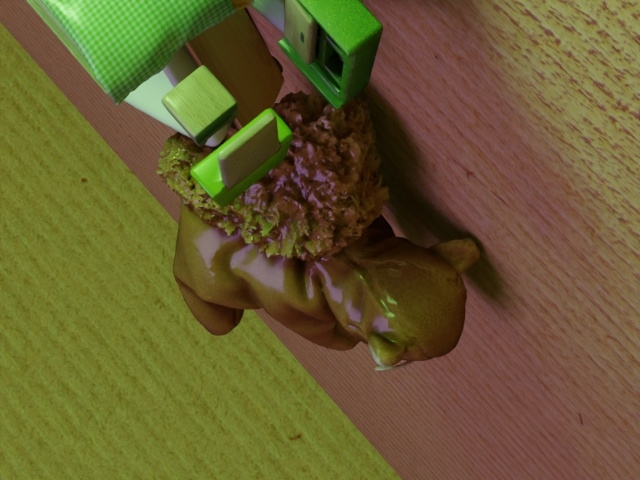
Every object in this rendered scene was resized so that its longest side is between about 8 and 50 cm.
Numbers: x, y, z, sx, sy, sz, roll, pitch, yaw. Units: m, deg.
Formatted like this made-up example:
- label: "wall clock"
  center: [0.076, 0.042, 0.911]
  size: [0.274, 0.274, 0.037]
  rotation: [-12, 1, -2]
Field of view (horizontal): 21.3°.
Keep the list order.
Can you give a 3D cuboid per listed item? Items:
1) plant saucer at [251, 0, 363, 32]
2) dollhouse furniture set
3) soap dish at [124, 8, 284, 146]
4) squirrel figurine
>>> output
- label: "plant saucer"
  center: [-0.066, -0.362, 1.592]
  size: [0.400, 0.100, 0.400]
  rotation: [49, 168, 14]
- label: "dollhouse furniture set"
  center: [-0.118, -0.210, 1.516]
  size: [0.301, 0.197, 0.151]
  rotation: [49, 170, 11]
- label: "soap dish"
  center: [-0.175, -0.235, 1.830]
  size: [0.291, 0.118, 0.229]
  rotation: [28, 155, 54]
- label: "squirrel figurine"
  center: [0.000, 0.000, 2.050]
  size: [0.370, 0.281, 0.397]
  rotation: [34, 162, 38]
